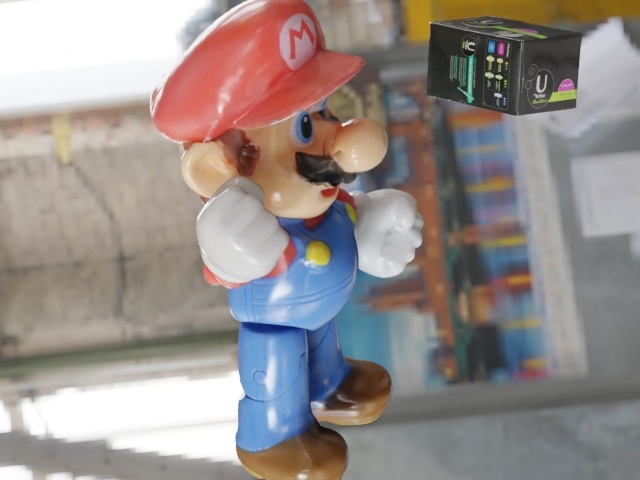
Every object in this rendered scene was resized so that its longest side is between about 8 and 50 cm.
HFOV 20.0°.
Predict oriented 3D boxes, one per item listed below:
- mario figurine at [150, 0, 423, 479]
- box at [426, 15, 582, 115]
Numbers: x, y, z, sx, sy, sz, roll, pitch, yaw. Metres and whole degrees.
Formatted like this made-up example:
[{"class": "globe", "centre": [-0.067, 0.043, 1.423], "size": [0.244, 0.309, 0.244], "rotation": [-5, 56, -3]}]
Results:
[{"class": "mario figurine", "centre": [0.000, 0.000, 1.133], "size": [0.198, 0.170, 0.320], "rotation": [-118, 16, -59]}, {"class": "box", "centre": [0.120, -0.116, 1.195], "size": [0.083, 0.062, 0.052], "rotation": [17, 112, 44]}]
